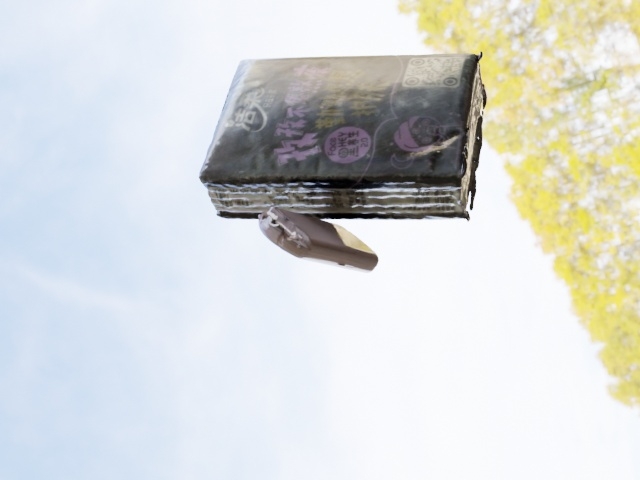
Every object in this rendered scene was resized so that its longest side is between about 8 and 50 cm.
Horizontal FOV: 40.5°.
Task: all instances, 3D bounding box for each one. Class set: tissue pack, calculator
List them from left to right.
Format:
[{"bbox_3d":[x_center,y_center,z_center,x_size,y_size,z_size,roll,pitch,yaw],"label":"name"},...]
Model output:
[{"bbox_3d":[0.000,0.000,1.089,0.175,0.032,0.100,14,-161,-44],"label":"calculator"},{"bbox_3d":[0.036,-0.149,1.190,0.122,0.361,0.259,72,-156,-47],"label":"tissue pack"}]
